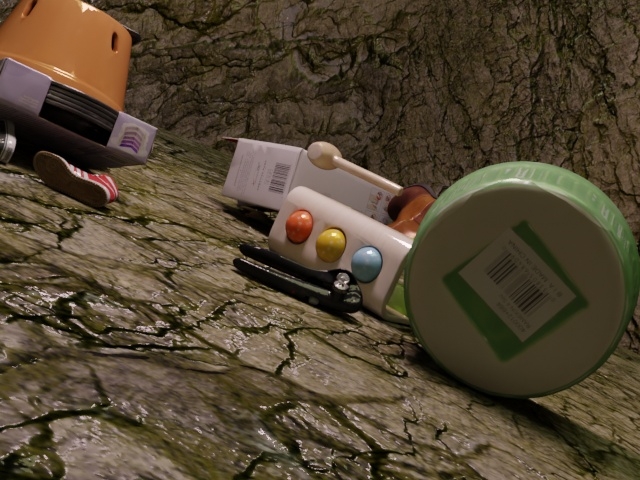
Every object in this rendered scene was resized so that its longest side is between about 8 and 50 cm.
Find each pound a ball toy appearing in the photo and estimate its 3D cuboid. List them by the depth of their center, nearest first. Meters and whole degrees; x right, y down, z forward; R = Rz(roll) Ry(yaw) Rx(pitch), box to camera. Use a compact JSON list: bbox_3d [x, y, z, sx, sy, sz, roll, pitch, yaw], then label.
[{"bbox_3d":[0.045,-0.028,1.390,0.319,0.208,0.136,30,8,40],"label":"pound a ball toy"}]

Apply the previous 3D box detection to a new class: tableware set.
[{"bbox_3d":[-0.101,-0.042,1.872,0.169,0.020,0.141,20,1,-9],"label":"tableware set"}]

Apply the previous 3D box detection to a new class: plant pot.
[{"bbox_3d":[-0.466,-0.308,1.548,0.291,0.203,0.291,19,-10,3],"label":"plant pot"}]

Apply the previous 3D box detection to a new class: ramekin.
[{"bbox_3d":[0.250,0.053,1.096,0.303,0.303,0.148,25,13,13],"label":"ramekin"}]

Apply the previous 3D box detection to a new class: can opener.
[{"bbox_3d":[-0.029,0.055,1.160,0.186,0.073,0.059,20,45,-9],"label":"can opener"}]

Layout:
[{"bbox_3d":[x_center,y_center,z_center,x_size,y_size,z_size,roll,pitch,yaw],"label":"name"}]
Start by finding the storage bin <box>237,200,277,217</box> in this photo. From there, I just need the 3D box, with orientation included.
[{"bbox_3d":[-0.122,-0.099,1.956,0.135,0.098,0.091,0,4,31],"label":"storage bin"}]

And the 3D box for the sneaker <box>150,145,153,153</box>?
[{"bbox_3d":[-0.443,-0.245,2.018,0.235,0.084,0.097,29,6,40],"label":"sneaker"}]

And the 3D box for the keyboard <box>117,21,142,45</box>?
[{"bbox_3d":[-0.425,-0.406,1.592,0.180,0.023,0.108,25,-5,-27],"label":"keyboard"}]

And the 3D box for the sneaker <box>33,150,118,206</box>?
[{"bbox_3d":[-0.330,-0.083,1.178,0.118,0.042,0.067,32,10,4],"label":"sneaker"}]

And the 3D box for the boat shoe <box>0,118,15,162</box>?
[{"bbox_3d":[-0.457,-0.146,1.216,0.040,0.049,0.142,21,9,-29],"label":"boat shoe"}]

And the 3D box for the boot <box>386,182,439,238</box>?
[{"bbox_3d":[0.122,-0.006,1.645,0.280,0.096,0.264,-27,25,-22],"label":"boot"}]

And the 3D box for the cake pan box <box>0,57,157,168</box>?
[{"bbox_3d":[-0.410,-0.185,1.321,0.246,0.070,0.267,22,-9,-32],"label":"cake pan box"}]

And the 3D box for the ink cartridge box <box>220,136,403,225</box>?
[{"bbox_3d":[-0.035,-0.108,1.810,0.309,0.130,0.272,16,0,-43],"label":"ink cartridge box"}]
